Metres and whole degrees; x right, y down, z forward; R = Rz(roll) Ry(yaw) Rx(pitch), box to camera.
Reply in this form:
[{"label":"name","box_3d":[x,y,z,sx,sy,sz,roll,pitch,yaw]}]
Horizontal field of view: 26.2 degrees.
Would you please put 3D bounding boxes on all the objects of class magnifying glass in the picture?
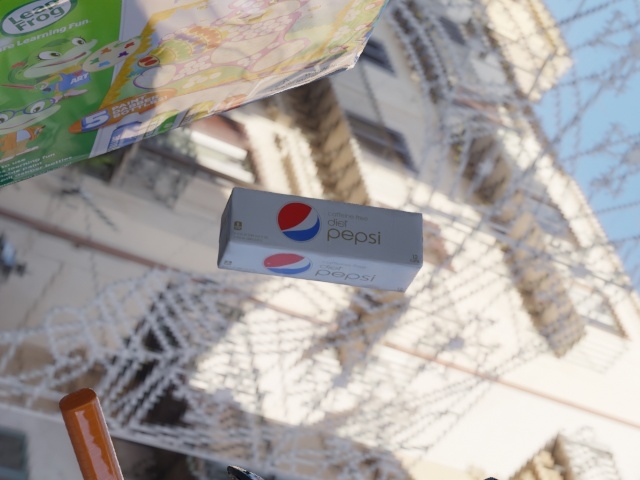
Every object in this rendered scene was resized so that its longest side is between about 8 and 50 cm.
[{"label":"magnifying glass","box_3d":[-0.163,0.213,1.084,0.026,0.092,0.231,42,-31,50]}]

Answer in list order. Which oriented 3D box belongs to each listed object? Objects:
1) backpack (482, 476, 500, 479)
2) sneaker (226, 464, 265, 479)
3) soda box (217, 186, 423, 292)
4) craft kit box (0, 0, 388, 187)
[{"label":"backpack","box_3d":[0.170,0.276,1.132,0.158,0.173,0.117,38,-104,21]},{"label":"sneaker","box_3d":[-0.029,0.207,0.887,0.124,0.180,0.321,-60,-158,-17]},{"label":"soda box","box_3d":[0.000,0.000,1.503,0.074,0.216,0.069,118,-24,-60]},{"label":"craft kit box","box_3d":[-0.076,-0.119,0.698,0.246,0.250,0.061,117,-50,-70]}]
